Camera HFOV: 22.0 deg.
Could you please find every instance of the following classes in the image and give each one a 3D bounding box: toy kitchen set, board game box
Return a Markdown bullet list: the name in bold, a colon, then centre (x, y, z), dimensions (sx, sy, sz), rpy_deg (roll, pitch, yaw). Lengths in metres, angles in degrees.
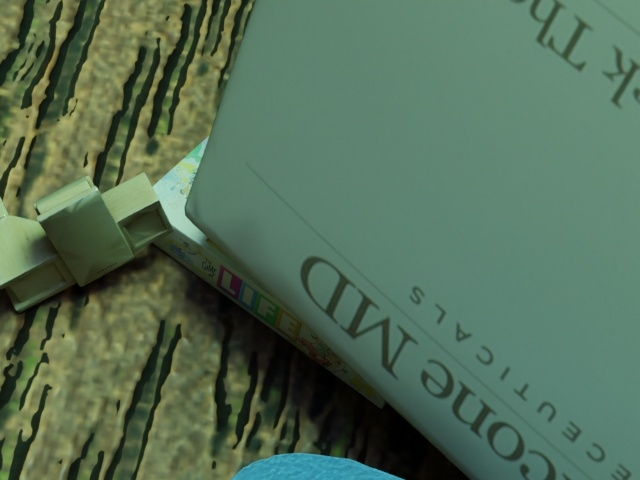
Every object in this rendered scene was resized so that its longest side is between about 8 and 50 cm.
- **toy kitchen set**: centre (-0.126, -0.026, 0.766), dimensions (0.083, 0.068, 0.075), rpy_deg (-28, 63, -6)
- **board game box**: centre (0.000, 0.000, 0.817), dimensions (0.154, 0.026, 0.103), rpy_deg (35, 56, 13)

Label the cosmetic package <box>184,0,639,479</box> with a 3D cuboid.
- **cosmetic package**: centre (0.205, -0.101, 0.681), dimensions (0.329, 0.393, 0.327), rpy_deg (42, 47, 17)

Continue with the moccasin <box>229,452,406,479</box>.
- **moccasin**: centre (0.086, 0.218, 0.627), dimensions (0.342, 0.117, 0.138), rpy_deg (37, 64, 20)
